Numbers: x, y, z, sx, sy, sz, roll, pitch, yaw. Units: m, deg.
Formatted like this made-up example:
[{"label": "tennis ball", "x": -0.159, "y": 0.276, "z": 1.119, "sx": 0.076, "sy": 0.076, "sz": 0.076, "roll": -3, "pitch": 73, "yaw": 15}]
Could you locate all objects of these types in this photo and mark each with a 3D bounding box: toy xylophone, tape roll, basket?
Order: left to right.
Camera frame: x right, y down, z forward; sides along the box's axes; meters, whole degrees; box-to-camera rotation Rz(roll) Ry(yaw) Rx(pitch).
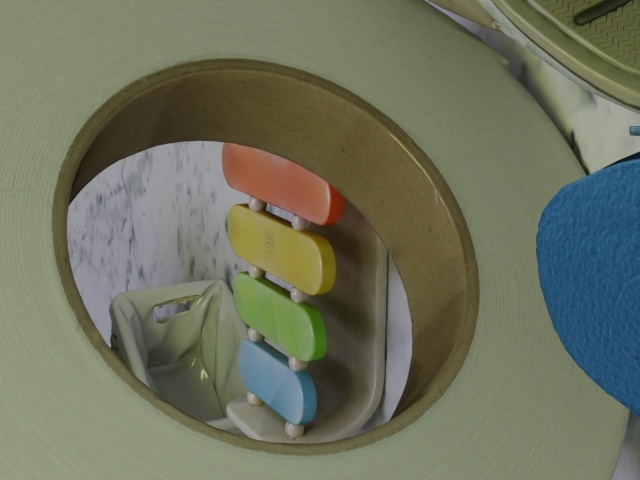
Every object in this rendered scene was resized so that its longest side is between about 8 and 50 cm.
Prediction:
[{"label": "basket", "x": -0.117, "y": 0.131, "z": 1.145, "sx": 0.103, "sy": 0.113, "sz": 0.167, "roll": 104, "pitch": 149, "yaw": -43}, {"label": "tape roll", "x": -0.031, "y": 0.017, "z": 0.625, "sx": 0.072, "sy": 0.392, "sz": 0.392, "roll": 125, "pitch": 133, "yaw": -55}, {"label": "toy xylophone", "x": 0.000, "y": 0.000, "z": 0.906, "sx": 0.236, "sy": 0.081, "sz": 0.322, "roll": 10, "pitch": 104, "yaw": 63}]

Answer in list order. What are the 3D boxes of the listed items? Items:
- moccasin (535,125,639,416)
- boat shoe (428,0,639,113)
[{"label": "moccasin", "x": 0.215, "y": 0.015, "z": 0.429, "sx": 0.342, "sy": 0.117, "sz": 0.137, "roll": 4, "pitch": 111, "yaw": 60}, {"label": "boat shoe", "x": 0.097, "y": -0.162, "z": 0.640, "sx": 0.302, "sy": 0.113, "sz": 0.103, "roll": 52, "pitch": 176, "yaw": 26}]
